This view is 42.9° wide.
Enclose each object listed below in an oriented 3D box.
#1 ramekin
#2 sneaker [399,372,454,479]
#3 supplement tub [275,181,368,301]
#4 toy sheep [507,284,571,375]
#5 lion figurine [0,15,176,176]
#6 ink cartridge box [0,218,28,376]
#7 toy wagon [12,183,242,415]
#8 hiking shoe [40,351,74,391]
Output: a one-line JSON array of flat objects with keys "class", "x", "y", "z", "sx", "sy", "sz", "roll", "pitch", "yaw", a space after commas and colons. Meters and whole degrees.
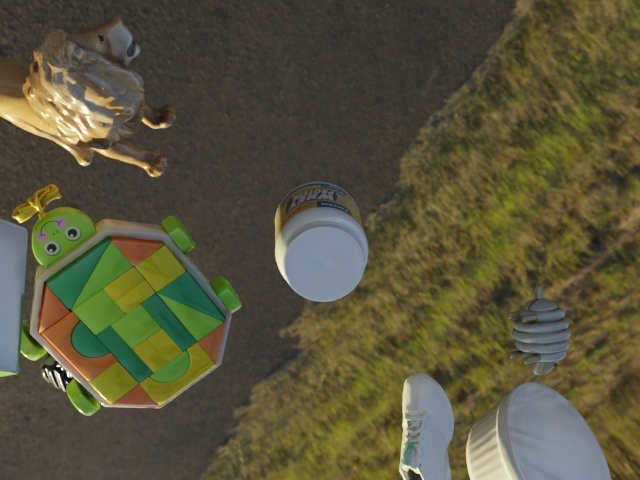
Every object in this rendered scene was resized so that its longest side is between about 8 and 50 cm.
[{"class": "ramekin", "x": 0.377, "y": 0.399, "z": 1.437, "sx": 0.273, "sy": 0.272, "sz": 0.127, "roll": -2, "pitch": 150, "yaw": -46}, {"class": "sneaker", "x": 0.152, "y": 0.312, "z": 1.242, "sx": 0.080, "sy": 0.212, "sz": 0.094, "roll": -6, "pitch": -178, "yaw": 39}, {"class": "supplement tub", "x": 0.000, "y": 0.000, "z": 1.291, "sx": 0.145, "sy": 0.199, "sz": 0.144, "roll": -1, "pitch": 111, "yaw": -3}, {"class": "toy sheep", "x": 0.315, "y": 0.130, "z": 1.170, "sx": 0.091, "sy": 0.091, "sz": 0.132, "roll": -10, "pitch": 102, "yaw": -40}, {"class": "lion figurine", "x": -0.346, "y": -0.184, "z": 1.066, "sx": 0.240, "sy": 0.392, "sz": 0.142, "roll": 25, "pitch": 73, "yaw": -50}, {"class": "ink cartridge box", "x": -0.425, "y": 0.072, "z": 0.862, "sx": 0.220, "sy": 0.160, "sz": 0.093, "roll": -13, "pitch": 159, "yaw": 24}, {"class": "toy wagon", "x": -0.279, "y": 0.079, "z": 1.093, "sx": 0.267, "sy": 0.068, "sz": 0.344, "roll": -36, "pitch": 119, "yaw": -3}, {"class": "hiking shoe", "x": -0.295, "y": 0.124, "z": 1.255, "sx": 0.304, "sy": 0.132, "sz": 0.113, "roll": -18, "pitch": 141, "yaw": 8}]
